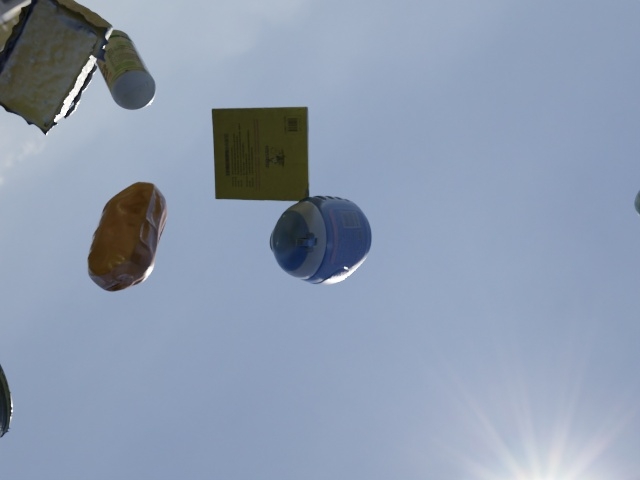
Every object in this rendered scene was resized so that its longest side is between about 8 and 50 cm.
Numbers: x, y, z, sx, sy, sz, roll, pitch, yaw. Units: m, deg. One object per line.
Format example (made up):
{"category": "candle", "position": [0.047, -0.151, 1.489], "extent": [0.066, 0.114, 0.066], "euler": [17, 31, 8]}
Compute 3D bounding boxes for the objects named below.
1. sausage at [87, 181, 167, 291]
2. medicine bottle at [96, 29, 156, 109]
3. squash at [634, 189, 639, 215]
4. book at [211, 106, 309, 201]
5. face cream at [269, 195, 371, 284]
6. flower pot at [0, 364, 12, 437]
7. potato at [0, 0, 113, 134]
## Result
{"category": "sausage", "position": [-0.362, -0.012, 1.547], "extent": [0.136, 0.120, 0.241], "euler": [-23, -139, 25]}
{"category": "medicine bottle", "position": [-0.375, -0.326, 1.550], "extent": [0.086, 0.086, 0.183], "euler": [-32, -136, -3]}
{"category": "squash", "position": [0.557, -0.092, 1.186], "extent": [0.082, 0.082, 0.292], "euler": [-46, 179, -27]}
{"category": "book", "position": [-0.108, -0.154, 1.455], "extent": [0.192, 0.168, 0.013], "euler": [3, -169, 23]}
{"category": "face cream", "position": [0.000, 0.000, 1.340], "extent": [0.083, 0.149, 0.264], "euler": [1, -179, 26]}
{"category": "flower pot", "position": [-0.603, 0.238, 1.260], "extent": [0.235, 0.235, 0.140], "euler": [-6, -167, 37]}
{"category": "potato", "position": [-0.254, -0.172, 0.776], "extent": [0.122, 0.086, 0.061], "euler": [-53, -165, 18]}
